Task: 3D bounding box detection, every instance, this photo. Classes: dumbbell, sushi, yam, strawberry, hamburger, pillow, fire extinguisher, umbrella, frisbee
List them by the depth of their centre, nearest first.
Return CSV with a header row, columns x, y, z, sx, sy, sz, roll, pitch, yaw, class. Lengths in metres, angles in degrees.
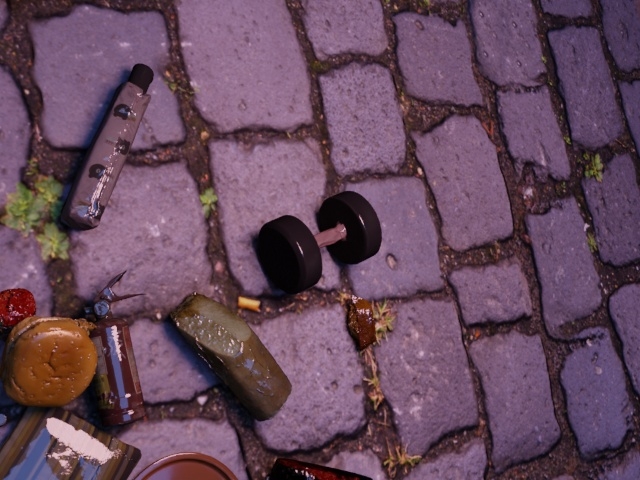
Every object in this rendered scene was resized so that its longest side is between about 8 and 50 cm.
x,y,z,sx,sy,sz,roll,pitch,yaw,class
-0.422,0.189,1.088,0.138,0.083,0.147,13,100,-43,hamburger
-0.421,0.383,1.101,0.212,0.052,0.208,37,59,-19,pillow
-0.495,0.115,1.108,0.083,0.083,0.096,39,28,-18,strawberry
-0.344,0.181,1.185,0.106,0.075,0.252,-8,82,-37,fire extinguisher
-0.240,0.498,1.205,0.250,0.021,0.251,8,75,-31,frisbee
-0.375,-0.175,1.248,0.067,0.073,0.337,36,60,-41,umbrella
-0.160,0.206,1.277,0.106,0.106,0.259,-45,104,-31,yam
0.000,0.486,1.287,0.225,0.136,0.126,23,74,-30,sushi
0.000,0.000,1.388,0.218,0.152,0.153,-24,92,-33,dumbbell
0.083,0.171,1.455,0.060,0.061,0.118,-9,80,1,sushi

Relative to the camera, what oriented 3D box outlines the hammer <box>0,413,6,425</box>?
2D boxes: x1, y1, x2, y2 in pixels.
x,y,z,sx,sy,sz,roll,pitch,yaw,class
-0.539,0.258,1.076,0.110,0.035,0.019,32,63,-12,hammer
